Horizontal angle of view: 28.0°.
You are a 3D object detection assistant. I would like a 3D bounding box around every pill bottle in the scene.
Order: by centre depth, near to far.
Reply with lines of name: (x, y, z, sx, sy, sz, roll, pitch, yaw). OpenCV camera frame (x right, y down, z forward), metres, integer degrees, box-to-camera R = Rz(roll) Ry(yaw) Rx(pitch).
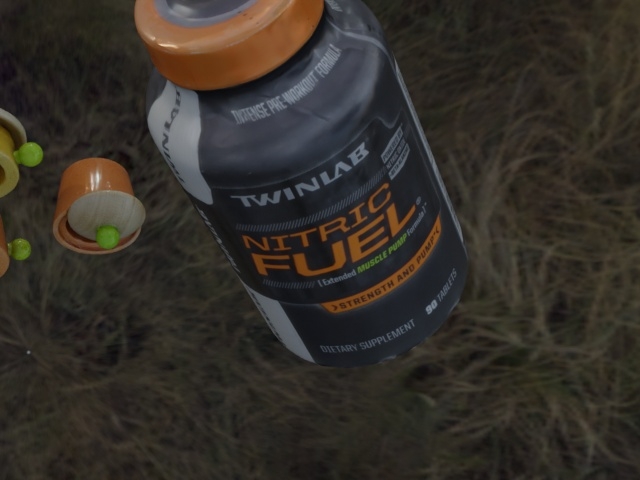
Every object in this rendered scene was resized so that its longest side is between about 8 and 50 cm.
pill bottle: (-0.010, -0.047, 0.684, 0.130, 0.130, 0.245, -42, 139, -13)

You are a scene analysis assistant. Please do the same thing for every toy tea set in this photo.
toy tea set: (-0.316, 0.000, 1.065, 0.336, 0.200, 0.124, -15, 53, 7)
